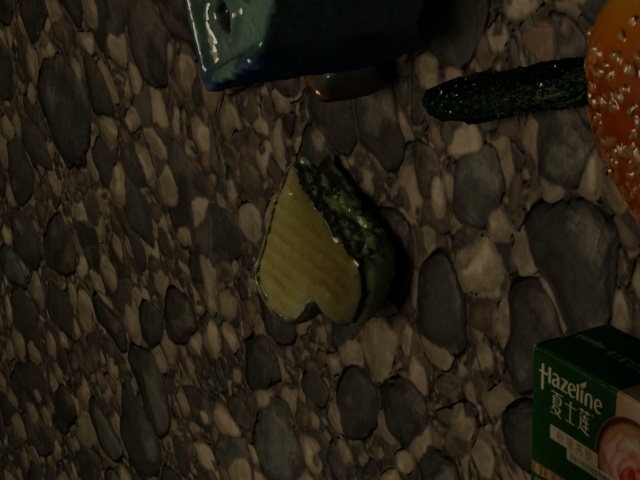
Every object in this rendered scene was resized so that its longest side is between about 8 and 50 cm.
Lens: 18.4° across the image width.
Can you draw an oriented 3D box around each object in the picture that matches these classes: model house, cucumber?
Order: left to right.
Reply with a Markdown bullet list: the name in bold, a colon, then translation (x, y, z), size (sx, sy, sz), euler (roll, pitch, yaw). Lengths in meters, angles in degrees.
- **model house**: translation (-0.037, -0.261, 1.720), size (0.295, 0.251, 0.329), euler (58, 153, 31)
- **cucumber**: translation (0.165, -0.122, 1.599), size (0.256, 0.043, 0.044), euler (-4, 103, 61)

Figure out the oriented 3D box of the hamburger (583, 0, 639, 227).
- **hamburger**: translation (0.261, -0.080, 1.313), size (0.237, 0.147, 0.237), euler (48, 153, 35)

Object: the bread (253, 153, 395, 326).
- **bread**: translation (0.000, 0.000, 1.936), size (0.232, 0.064, 0.172), euler (-7, 95, 61)

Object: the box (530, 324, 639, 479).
- **box**: translation (0.249, 0.164, 1.532), size (0.199, 0.081, 0.135), euler (28, 126, 53)
